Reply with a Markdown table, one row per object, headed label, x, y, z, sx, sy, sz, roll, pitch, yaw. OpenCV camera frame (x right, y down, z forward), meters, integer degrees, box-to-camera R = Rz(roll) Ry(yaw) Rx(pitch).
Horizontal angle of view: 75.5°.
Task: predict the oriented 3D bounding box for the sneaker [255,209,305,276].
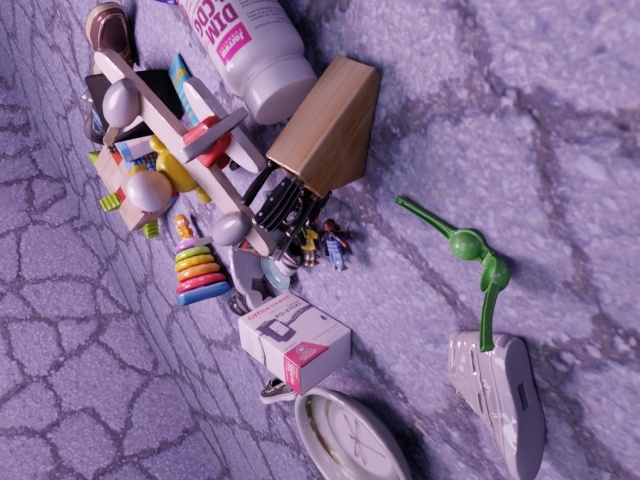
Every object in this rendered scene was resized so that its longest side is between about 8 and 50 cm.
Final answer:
| label | x | y | z | sx | sy | sz | roll | pitch | yaw |
| --- | --- | --- | --- | --- | --- | --- | --- | --- | --- |
| sneaker | -0.092 | -0.006 | 1.014 | 0.077 | 0.072 | 0.178 | -37 | 85 | 35 |

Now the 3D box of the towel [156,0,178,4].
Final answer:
| label | x | y | z | sx | sy | sz | roll | pitch | yaw |
| --- | --- | --- | --- | --- | --- | --- | --- | --- | --- |
| towel | -0.381 | -0.708 | 0.921 | 0.228 | 0.076 | 0.308 | 28 | 130 | 28 |

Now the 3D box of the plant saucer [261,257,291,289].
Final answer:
| label | x | y | z | sx | sy | sz | roll | pitch | yaw |
| --- | --- | --- | --- | --- | --- | --- | --- | --- | --- |
| plant saucer | -0.115 | 0.076 | 1.112 | 0.119 | 0.021 | 0.119 | 28 | 131 | 37 |

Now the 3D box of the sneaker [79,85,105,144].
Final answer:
| label | x | y | z | sx | sy | sz | roll | pitch | yaw |
| --- | --- | --- | --- | --- | --- | --- | --- | --- | --- |
| sneaker | -0.762 | -0.417 | 1.487 | 0.140 | 0.125 | 0.341 | 30 | 160 | -12 |

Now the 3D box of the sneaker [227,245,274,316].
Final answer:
| label | x | y | z | sx | sy | sz | roll | pitch | yaw |
| --- | --- | --- | --- | --- | --- | --- | --- | --- | --- |
| sneaker | -0.225 | 0.136 | 1.208 | 0.153 | 0.101 | 0.268 | -8 | 108 | 48 |

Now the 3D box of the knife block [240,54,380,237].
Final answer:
| label | x | y | z | sx | sy | sz | roll | pitch | yaw |
| --- | --- | --- | --- | --- | --- | --- | --- | --- | --- |
| knife block | -0.027 | -0.147 | 0.693 | 0.088 | 0.242 | 0.275 | 34 | 134 | 31 |

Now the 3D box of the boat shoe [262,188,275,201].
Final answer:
| label | x | y | z | sx | sy | sz | roll | pitch | yaw |
| --- | --- | --- | --- | --- | --- | --- | --- | --- | --- |
| boat shoe | -0.082 | -0.091 | 0.945 | 0.183 | 0.083 | 0.065 | -158 | 53 | -76 |

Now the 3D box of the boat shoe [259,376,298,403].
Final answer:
| label | x | y | z | sx | sy | sz | roll | pitch | yaw |
| --- | --- | --- | --- | --- | --- | --- | --- | --- | --- |
| boat shoe | -0.135 | 0.474 | 1.335 | 0.219 | 0.078 | 0.070 | -30 | 88 | 45 |

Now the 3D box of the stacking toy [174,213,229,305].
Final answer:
| label | x | y | z | sx | sy | sz | roll | pitch | yaw |
| --- | --- | --- | --- | --- | --- | --- | --- | --- | --- |
| stacking toy | -0.425 | 0.052 | 1.377 | 0.175 | 0.166 | 0.301 | -35 | 72 | 64 |

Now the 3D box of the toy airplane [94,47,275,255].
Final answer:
| label | x | y | z | sx | sy | sz | roll | pitch | yaw |
| --- | --- | --- | --- | --- | --- | --- | --- | --- | --- |
| toy airplane | -0.269 | -0.155 | 0.840 | 0.386 | 0.272 | 0.384 | 44 | 169 | 29 |

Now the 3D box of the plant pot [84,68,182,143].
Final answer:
| label | x | y | z | sx | sy | sz | roll | pitch | yaw |
| --- | --- | --- | --- | --- | --- | --- | --- | --- | --- |
| plant pot | -0.508 | -0.394 | 1.173 | 0.167 | 0.187 | 0.188 | 1 | 112 | 37 |

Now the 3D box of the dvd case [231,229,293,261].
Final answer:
| label | x | y | z | sx | sy | sz | roll | pitch | yaw |
| --- | --- | --- | --- | --- | --- | --- | --- | --- | --- |
| dvd case | -0.133 | 0.003 | 0.956 | 0.120 | 0.087 | 0.013 | 12 | 136 | 16 |

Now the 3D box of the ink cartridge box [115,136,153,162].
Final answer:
| label | x | y | z | sx | sy | sz | roll | pitch | yaw |
| --- | --- | --- | --- | --- | --- | --- | --- | --- | --- |
| ink cartridge box | -0.591 | -0.334 | 1.338 | 0.092 | 0.143 | 0.090 | 58 | 160 | 7 |

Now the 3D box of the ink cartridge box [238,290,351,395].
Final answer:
| label | x | y | z | sx | sy | sz | roll | pitch | yaw |
| --- | --- | --- | --- | --- | --- | --- | --- | --- | --- |
| ink cartridge box | -0.067 | 0.244 | 1.032 | 0.237 | 0.172 | 0.100 | 25 | 128 | 39 |

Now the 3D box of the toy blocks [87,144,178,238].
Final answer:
| label | x | y | z | sx | sy | sz | roll | pitch | yaw |
| --- | --- | --- | --- | --- | --- | --- | --- | --- | --- |
| toy blocks | -0.657 | -0.221 | 1.471 | 0.261 | 0.191 | 0.381 | -32 | 87 | 41 |

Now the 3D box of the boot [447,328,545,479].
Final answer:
| label | x | y | z | sx | sy | sz | roll | pitch | yaw |
| --- | --- | --- | --- | --- | --- | --- | --- | --- | --- |
| boot | 0.294 | 0.273 | 0.708 | 0.123 | 0.095 | 0.258 | -1 | 102 | 56 |

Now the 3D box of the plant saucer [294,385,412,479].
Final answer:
| label | x | y | z | sx | sy | sz | roll | pitch | yaw |
| --- | --- | --- | --- | --- | --- | --- | --- | --- | --- |
| plant saucer | 0.098 | 0.536 | 1.073 | 0.401 | 0.101 | 0.400 | 28 | 131 | 37 |

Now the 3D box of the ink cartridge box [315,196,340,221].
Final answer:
| label | x | y | z | sx | sy | sz | roll | pitch | yaw |
| --- | --- | --- | --- | --- | --- | --- | --- | --- | --- |
| ink cartridge box | -0.022 | -0.064 | 0.841 | 0.063 | 0.115 | 0.029 | 31 | 132 | 35 |

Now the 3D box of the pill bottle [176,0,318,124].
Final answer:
| label | x | y | z | sx | sy | sz | roll | pitch | yaw |
| --- | --- | --- | --- | --- | --- | --- | --- | --- | --- |
| pill bottle | -0.129 | -0.367 | 0.750 | 0.283 | 0.160 | 0.160 | 59 | 143 | 5 |

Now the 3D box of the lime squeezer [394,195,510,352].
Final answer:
| label | x | y | z | sx | sy | sz | roll | pitch | yaw |
| --- | --- | --- | --- | --- | --- | --- | --- | --- | --- |
| lime squeezer | 0.219 | 0.033 | 0.640 | 0.058 | 0.110 | 0.310 | 81 | 173 | -47 |

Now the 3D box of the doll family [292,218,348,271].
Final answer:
| label | x | y | z | sx | sy | sz | roll | pitch | yaw |
| --- | --- | --- | --- | --- | --- | --- | --- | --- | --- |
| doll family | 0.000 | 0.000 | 0.896 | 0.193 | 0.076 | 0.111 | 5 | 110 | 43 |

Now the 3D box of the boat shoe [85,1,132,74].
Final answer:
| label | x | y | z | sx | sy | sz | roll | pitch | yaw |
| --- | --- | --- | --- | --- | --- | --- | --- | --- | --- |
| boat shoe | -0.617 | -0.555 | 1.252 | 0.123 | 0.123 | 0.342 | 54 | 146 | 0 |

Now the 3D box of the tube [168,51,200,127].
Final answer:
| label | x | y | z | sx | sy | sz | roll | pitch | yaw |
| --- | --- | --- | --- | --- | --- | --- | --- | --- | --- |
| tube | -0.350 | -0.388 | 1.095 | 0.080 | 0.052 | 0.207 | -37 | 76 | 41 |
